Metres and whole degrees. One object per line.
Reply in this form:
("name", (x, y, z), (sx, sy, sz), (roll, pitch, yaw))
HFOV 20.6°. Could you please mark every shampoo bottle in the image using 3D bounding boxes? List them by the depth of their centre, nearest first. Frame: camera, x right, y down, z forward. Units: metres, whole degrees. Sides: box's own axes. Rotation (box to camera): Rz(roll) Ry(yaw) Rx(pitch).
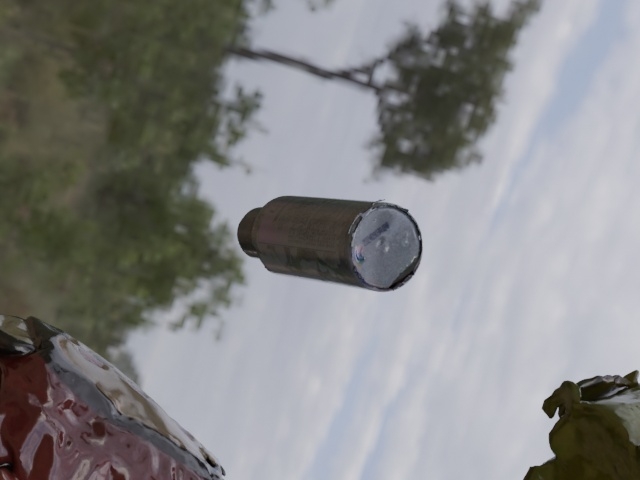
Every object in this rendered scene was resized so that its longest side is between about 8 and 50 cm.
("shampoo bottle", (0.000, 0.000, 1.354), (0.214, 0.072, 0.072), (7, -102, 62))

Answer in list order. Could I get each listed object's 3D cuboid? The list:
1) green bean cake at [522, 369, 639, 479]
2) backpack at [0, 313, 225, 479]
("green bean cake", (0.276, 0.270, 1.302), (0.202, 0.310, 0.285), (-12, 136, -45))
("backpack", (-0.180, 0.148, 1.223), (0.139, 0.229, 0.229), (-53, -178, -11))
